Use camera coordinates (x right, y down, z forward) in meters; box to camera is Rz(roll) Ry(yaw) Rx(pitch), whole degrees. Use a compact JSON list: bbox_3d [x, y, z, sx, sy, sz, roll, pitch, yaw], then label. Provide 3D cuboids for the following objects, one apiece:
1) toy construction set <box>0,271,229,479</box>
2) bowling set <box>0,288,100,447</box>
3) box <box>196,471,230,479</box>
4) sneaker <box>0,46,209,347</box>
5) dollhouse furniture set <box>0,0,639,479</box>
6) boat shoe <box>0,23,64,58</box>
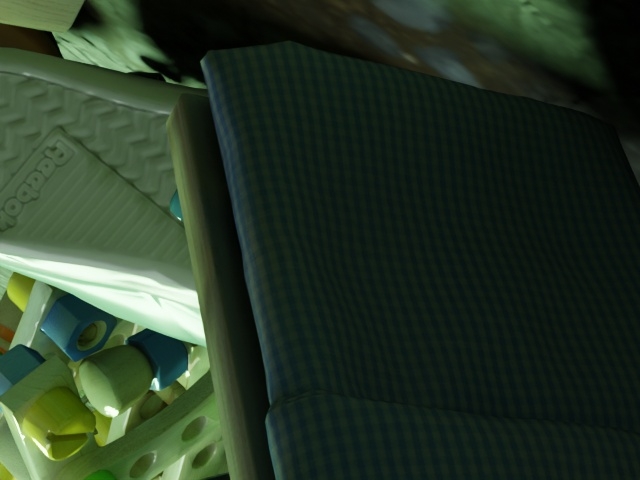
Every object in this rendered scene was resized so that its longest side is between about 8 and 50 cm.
[{"bbox_3d":[-0.125,0.137,1.007,0.151,0.215,0.327,51,136,17],"label":"toy construction set"},{"bbox_3d":[-0.105,0.143,1.189,0.287,0.154,0.200,33,166,-16],"label":"bowling set"},{"bbox_3d":[0.108,0.191,0.796,0.318,0.097,0.395,22,-174,18],"label":"box"},{"bbox_3d":[0.000,-0.001,0.627,0.256,0.094,0.151,19,180,9],"label":"sneaker"},{"bbox_3d":[0.011,-0.045,0.386,0.303,0.286,0.198,11,136,-24],"label":"dollhouse furniture set"},{"bbox_3d":[-0.153,-0.093,0.638,0.207,0.073,0.073,47,-164,-57],"label":"boat shoe"}]
